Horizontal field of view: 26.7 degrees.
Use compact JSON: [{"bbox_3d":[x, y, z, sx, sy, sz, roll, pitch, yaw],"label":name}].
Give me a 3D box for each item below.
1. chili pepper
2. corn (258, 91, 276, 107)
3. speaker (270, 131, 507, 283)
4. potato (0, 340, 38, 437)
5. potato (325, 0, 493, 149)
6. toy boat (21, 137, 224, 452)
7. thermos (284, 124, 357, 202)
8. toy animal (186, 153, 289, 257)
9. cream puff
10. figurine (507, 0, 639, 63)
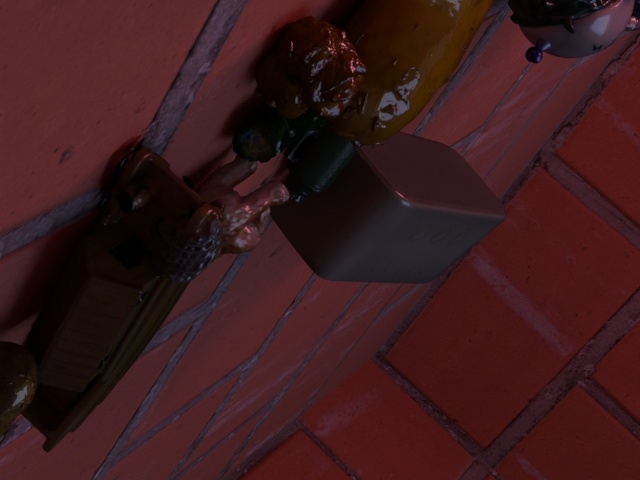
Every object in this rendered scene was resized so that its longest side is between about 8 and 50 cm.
[{"bbox_3d":[-0.032,-0.150,1.635,0.098,0.061,0.224,-29,-174,36],"label":"chili pepper"},{"bbox_3d":[-0.033,-0.187,1.569,0.092,0.037,0.037,-40,167,-26],"label":"corn"},{"bbox_3d":[0.108,-0.048,2.073,0.184,0.183,0.406,-47,156,20],"label":"speaker"},{"bbox_3d":[-0.359,0.166,1.447,0.138,0.091,0.070,-50,156,21],"label":"potato"},{"bbox_3d":[0.105,-0.246,1.606,0.300,0.140,0.173,-55,180,-6],"label":"potato"},{"bbox_3d":[-0.239,0.083,1.489,0.162,0.136,0.445,-42,170,-49],"label":"toy boat"},{"bbox_3d":[0.012,-0.129,1.850,0.188,0.073,0.083,-51,170,25],"label":"thermos"},{"bbox_3d":[-0.150,-0.001,1.615,0.185,0.104,0.184,-40,167,-50],"label":"toy animal"},{"bbox_3d":[-0.014,-0.184,1.486,0.094,0.122,0.116,-47,133,-40],"label":"cream puff"},{"bbox_3d":[0.460,-0.411,2.159,0.382,0.186,0.261,-25,-177,-29],"label":"figurine"}]
